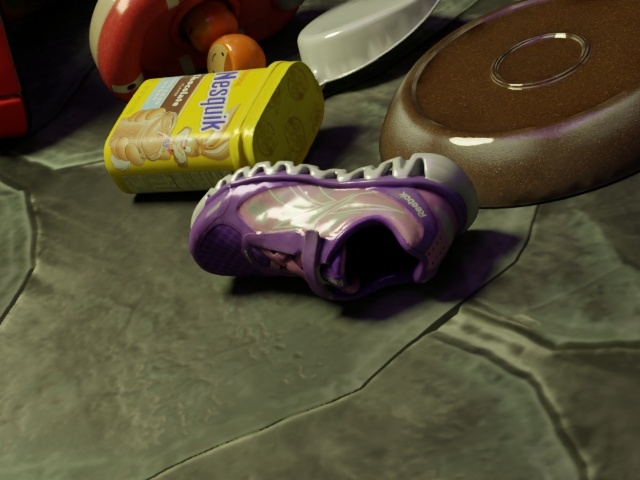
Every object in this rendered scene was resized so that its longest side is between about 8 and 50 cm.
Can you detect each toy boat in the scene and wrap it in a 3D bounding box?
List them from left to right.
[{"bbox_3d":[-0.106,-0.203,1.687,0.231,0.151,0.151,-27,60,-10],"label":"toy boat"}]

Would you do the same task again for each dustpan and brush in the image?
[{"bbox_3d":[0.011,-0.171,1.626,0.211,0.060,0.147,-33,20,-30],"label":"dustpan and brush"}]

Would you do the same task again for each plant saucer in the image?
[{"bbox_3d":[0.191,-0.135,1.453,0.310,0.050,0.311,-16,32,10],"label":"plant saucer"}]

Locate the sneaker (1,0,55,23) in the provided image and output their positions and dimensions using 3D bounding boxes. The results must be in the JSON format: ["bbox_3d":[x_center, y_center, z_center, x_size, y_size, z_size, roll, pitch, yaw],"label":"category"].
[{"bbox_3d":[-0.289,-0.345,2.035,0.135,0.098,0.276,9,41,45],"label":"sneaker"}]

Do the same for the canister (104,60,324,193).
[{"bbox_3d":[-0.097,-0.098,1.540,0.170,0.073,0.126,-2,45,33],"label":"canister"}]

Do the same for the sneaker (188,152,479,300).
[{"bbox_3d":[0.000,0.000,1.320,0.236,0.095,0.104,-6,41,22],"label":"sneaker"}]

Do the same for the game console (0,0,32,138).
[{"bbox_3d":[-0.397,-0.304,1.798,0.060,0.342,0.386,-16,28,-19],"label":"game console"}]
